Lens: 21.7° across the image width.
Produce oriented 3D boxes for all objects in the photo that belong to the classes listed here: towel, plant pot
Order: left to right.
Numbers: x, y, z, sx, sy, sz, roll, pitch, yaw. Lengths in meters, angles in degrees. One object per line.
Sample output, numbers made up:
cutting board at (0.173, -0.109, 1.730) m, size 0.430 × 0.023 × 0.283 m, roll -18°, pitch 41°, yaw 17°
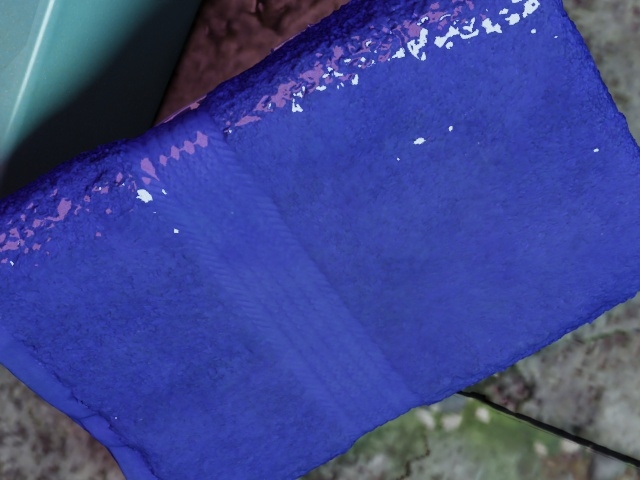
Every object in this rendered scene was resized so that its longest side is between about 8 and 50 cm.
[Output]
plant pot at (-0.192, -0.063, 0.869) m, size 0.165 × 0.165 × 0.234 m, roll 21°, pitch 99°, yaw 17°
towel at (0.000, 0.000, 0.794) m, size 0.308 × 0.228 × 0.076 m, roll -29°, pitch 39°, yaw 10°
